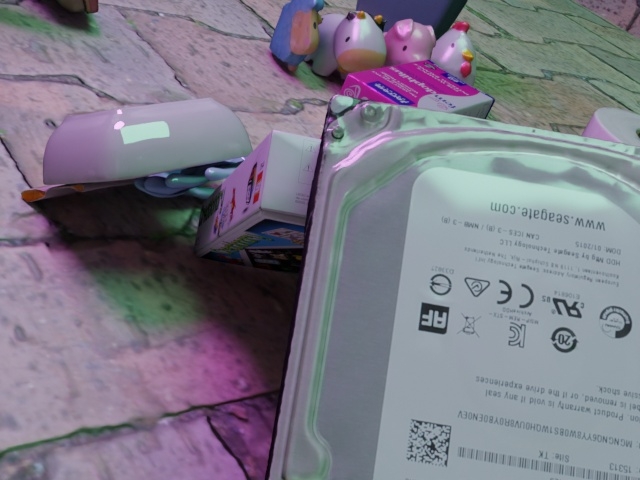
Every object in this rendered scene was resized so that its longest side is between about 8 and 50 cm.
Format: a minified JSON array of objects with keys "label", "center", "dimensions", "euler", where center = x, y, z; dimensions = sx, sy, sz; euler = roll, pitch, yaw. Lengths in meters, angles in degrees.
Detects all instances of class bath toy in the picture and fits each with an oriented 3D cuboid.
[{"label":"bath toy","center":[0.103,-0.289,1.333],"dimensions":[0.348,0.129,0.151],"euler":[5,30,-34]}]

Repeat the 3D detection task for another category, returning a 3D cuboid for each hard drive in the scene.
[{"label":"hard drive","center":[0.092,0.109,0.425],"dimensions":[0.237,0.338,0.064],"euler":[10,-16,-1]}]

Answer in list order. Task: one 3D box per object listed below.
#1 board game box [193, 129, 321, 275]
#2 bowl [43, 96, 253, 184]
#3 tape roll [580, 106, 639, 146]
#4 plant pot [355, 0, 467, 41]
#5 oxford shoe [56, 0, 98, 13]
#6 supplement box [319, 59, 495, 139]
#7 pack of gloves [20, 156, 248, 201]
[{"label":"board game box","center":[0.022,-0.007,0.655],"dimensions":[0.193,0.053,0.305],"euler":[11,-8,-14]},{"label":"bowl","center":[-0.140,-0.081,0.711],"dimensions":[0.142,0.053,0.142],"euler":[-14,11,-38]},{"label":"tape roll","center":[0.518,-0.089,1.341],"dimensions":[0.286,0.100,0.286],"euler":[19,27,-10]},{"label":"plant pot","center":[0.158,-0.415,1.486],"dimensions":[0.165,0.234,0.166],"euler":[29,27,10]},{"label":"oxford shoe","center":[-0.404,-0.384,1.160],"dimensions":[0.130,0.123,0.348],"euler":[-28,54,-25]},{"label":"supplement box","center":[0.108,-0.142,1.099],"dimensions":[0.111,0.114,0.220],"euler":[35,31,19]},{"label":"pack of gloves","center":[-0.104,-0.048,0.784],"dimensions":[0.195,0.046,0.232],"euler":[-1,12,36]}]
